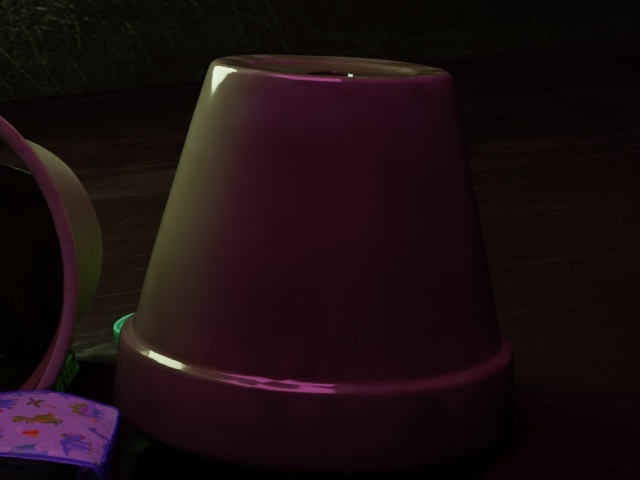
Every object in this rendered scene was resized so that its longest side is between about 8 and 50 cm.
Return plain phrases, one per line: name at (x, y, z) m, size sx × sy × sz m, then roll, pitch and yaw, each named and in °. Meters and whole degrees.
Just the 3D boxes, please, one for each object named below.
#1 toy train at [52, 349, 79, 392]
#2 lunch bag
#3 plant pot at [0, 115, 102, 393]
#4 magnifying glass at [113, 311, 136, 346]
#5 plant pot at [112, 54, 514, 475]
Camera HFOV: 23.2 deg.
toy train at (-0.238, 0.122, 1.426) m, size 0.017 × 0.024 × 0.083 m, roll -3°, pitch 16°, yaw 6°
lunch bag at (-0.223, 0.165, 1.136) m, size 0.151 × 0.096 × 0.129 m, roll -14°, pitch 15°, yaw 3°
plant pot at (-0.336, 0.020, 1.365) m, size 0.334 × 0.334 × 0.305 m, roll -3°, pitch 4°, yaw 6°
magnifying glass at (-0.091, 0.074, 1.549) m, size 0.231 × 0.026 × 0.092 m, roll -9°, pitch 16°, yaw -15°
plant pot at (0.000, 0.000, 1.237) m, size 0.323 × 0.280 × 0.323 m, roll 2°, pitch 11°, yaw 0°
